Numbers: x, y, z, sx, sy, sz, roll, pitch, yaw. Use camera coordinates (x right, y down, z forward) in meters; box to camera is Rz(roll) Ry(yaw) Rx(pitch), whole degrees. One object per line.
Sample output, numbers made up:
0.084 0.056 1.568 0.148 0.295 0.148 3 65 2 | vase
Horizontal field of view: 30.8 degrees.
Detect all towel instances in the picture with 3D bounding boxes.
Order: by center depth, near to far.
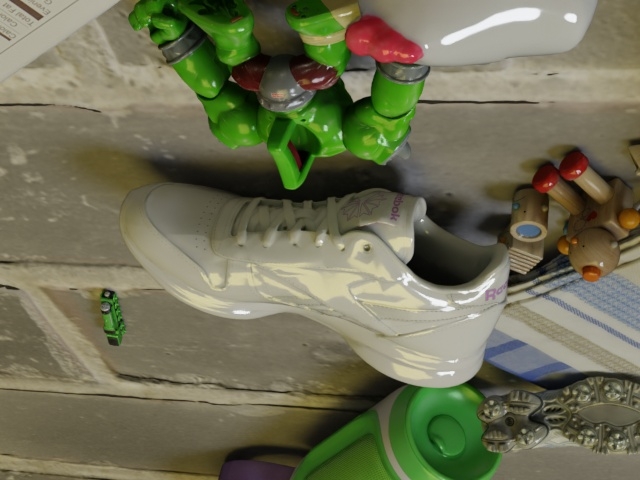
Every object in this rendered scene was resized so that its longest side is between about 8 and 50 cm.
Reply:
0.252 0.064 0.957 0.209 0.034 0.285 27 147 -26 | towel

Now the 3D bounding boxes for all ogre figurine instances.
-0.018 -0.102 0.734 0.197 0.097 0.118 -6 133 8 | ogre figurine

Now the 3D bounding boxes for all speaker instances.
0.067 0.241 1.206 0.131 0.131 0.296 22 146 -15 | speaker

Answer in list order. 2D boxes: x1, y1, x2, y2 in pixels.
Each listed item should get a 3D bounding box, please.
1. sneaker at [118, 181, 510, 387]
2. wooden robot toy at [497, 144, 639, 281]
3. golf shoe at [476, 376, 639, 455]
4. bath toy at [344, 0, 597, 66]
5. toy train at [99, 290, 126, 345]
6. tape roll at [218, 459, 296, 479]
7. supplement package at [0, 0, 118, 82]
0.000 0.000 0.889 0.305 0.114 0.152 19 132 -2 | sneaker
0.182 -0.007 0.826 0.076 0.079 0.173 30 143 -26 | wooden robot toy
0.234 0.159 1.054 0.176 0.069 0.086 -3 172 25 | golf shoe
0.053 -0.211 0.483 0.151 0.129 0.348 44 154 34 | bath toy
-0.205 0.077 1.139 0.017 0.023 0.083 9 148 5 | toy train
-0.040 0.335 1.410 0.189 0.080 0.189 13 156 6 | tape roll
-0.151 -0.218 0.439 0.145 0.262 0.204 -20 136 41 | supplement package
